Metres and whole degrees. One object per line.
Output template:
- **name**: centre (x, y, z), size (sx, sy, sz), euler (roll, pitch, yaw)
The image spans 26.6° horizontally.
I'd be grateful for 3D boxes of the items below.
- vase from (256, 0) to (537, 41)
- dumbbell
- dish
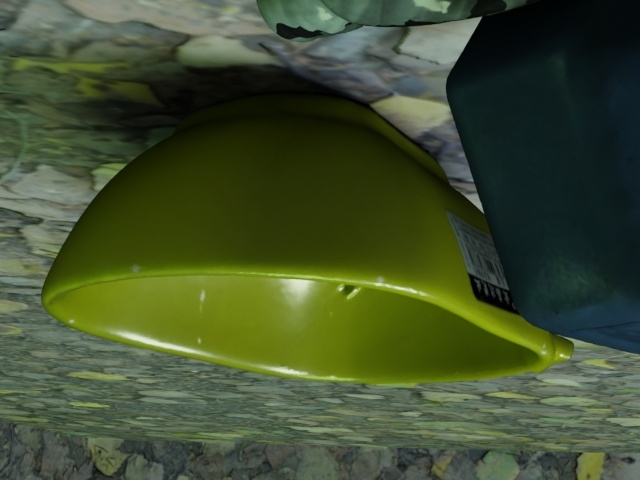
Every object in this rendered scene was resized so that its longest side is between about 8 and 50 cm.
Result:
- **vase**: centre (0.050, -0.093, 0.378), size (0.060, 0.060, 0.211), euler (14, 163, -36)
- **dumbbell**: centre (0.187, -0.051, 0.340), size (0.325, 0.160, 0.144), euler (-12, 128, 50)
- **dish**: centre (0.000, 0.000, 0.685), size (0.221, 0.108, 0.262), euler (-7, 161, 39)
